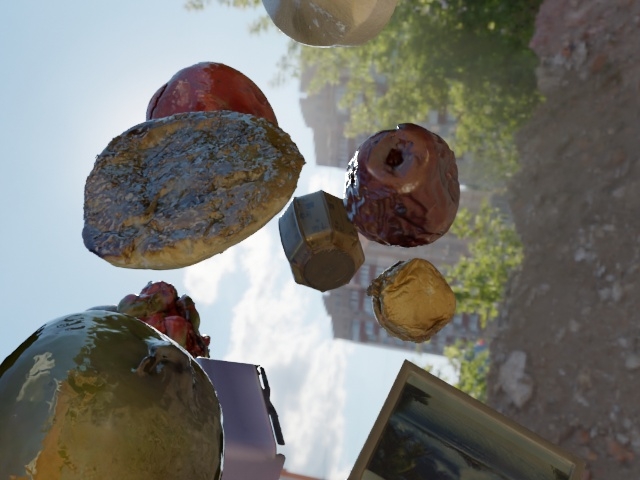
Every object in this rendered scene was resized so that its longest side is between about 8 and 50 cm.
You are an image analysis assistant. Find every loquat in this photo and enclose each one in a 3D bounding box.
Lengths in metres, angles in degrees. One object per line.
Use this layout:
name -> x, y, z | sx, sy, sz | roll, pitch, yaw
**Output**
loquat -> -0.127, 0.131, 0.435 | 0.195, 0.152, 0.152 | -60, -8, 16

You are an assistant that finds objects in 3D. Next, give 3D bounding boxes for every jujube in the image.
jujube -> 0.128, -0.087, 1.308 | 0.290, 0.197, 0.197 | 59, -139, -74

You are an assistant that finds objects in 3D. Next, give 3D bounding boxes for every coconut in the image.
coconut -> 0.011, -0.461, 1.444 | 0.266, 0.238, 0.237 | -12, -70, -63

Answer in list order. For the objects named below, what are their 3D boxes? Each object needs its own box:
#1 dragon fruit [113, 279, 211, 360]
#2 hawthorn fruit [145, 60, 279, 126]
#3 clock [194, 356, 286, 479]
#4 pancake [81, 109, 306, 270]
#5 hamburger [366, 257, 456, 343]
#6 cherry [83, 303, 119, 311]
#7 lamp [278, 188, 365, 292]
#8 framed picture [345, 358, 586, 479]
dragon fruit -> -0.327, 0.231, 1.575 | 0.237, 0.231, 0.302 | 133, 159, -84
hawthorn fruit -> -0.193, -0.183, 1.579 | 0.307, 0.276, 0.276 | 53, 158, 42
clock -> -0.101, 0.225, 0.750 | 0.144, 0.073, 0.193 | -116, 43, -62
pancake -> -0.186, -0.082, 1.170 | 0.356, 0.356, 0.065 | -68, -30, -44
hamburger -> 0.160, 0.107, 1.436 | 0.138, 0.147, 0.083 | -40, 0, -24
cherry -> -0.499, 0.216, 1.919 | 0.176, 0.176, 0.140 | -40, -35, -70
lamp -> 0.000, 0.000, 1.586 | 0.185, 0.161, 0.161 | -107, 9, -48
framed picture -> 0.213, 0.336, 1.168 | 0.232, 0.315, 0.024 | -58, -3, -38
